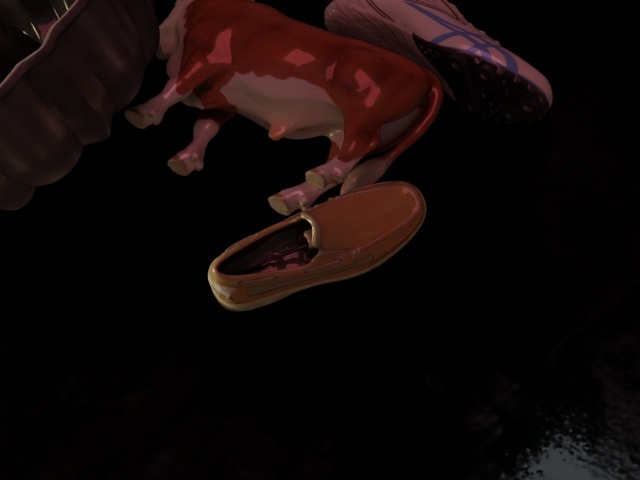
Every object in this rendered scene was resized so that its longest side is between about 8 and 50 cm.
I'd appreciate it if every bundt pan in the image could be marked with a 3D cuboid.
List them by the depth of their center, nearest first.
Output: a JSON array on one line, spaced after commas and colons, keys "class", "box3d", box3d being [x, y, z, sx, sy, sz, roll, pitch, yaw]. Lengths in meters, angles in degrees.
[{"class": "bundt pan", "box3d": [-0.271, -0.143, 1.427, 0.331, 0.124, 0.331, -27, 36, 22]}]

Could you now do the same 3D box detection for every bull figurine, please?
[{"class": "bull figurine", "box3d": [-0.052, -0.134, 1.448, 0.310, 0.101, 0.188, 17, 59, 26]}]

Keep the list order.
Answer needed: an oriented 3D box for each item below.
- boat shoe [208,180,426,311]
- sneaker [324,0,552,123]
[{"class": "boat shoe", "box3d": [0.000, 0.000, 1.331, 0.190, 0.072, 0.068, -28, 71, -8]}, {"class": "sneaker", "box3d": [0.111, -0.178, 1.463, 0.237, 0.085, 0.086, 30, 65, 29]}]
